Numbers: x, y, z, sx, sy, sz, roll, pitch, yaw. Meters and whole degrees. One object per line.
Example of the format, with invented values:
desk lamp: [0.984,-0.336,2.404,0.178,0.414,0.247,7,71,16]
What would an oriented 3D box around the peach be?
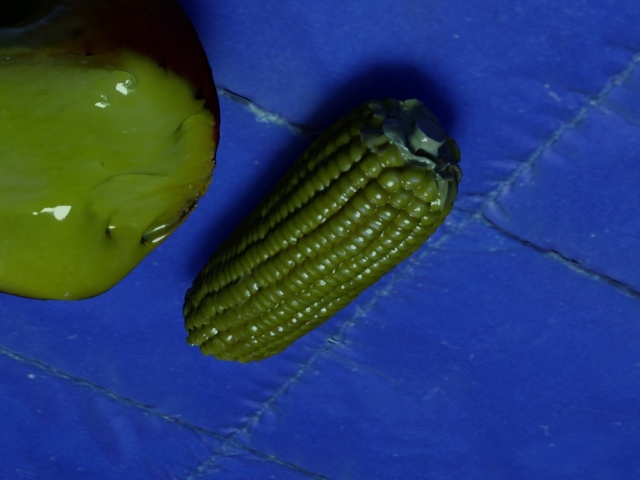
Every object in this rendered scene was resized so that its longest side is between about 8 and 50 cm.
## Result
peach: [-0.246,-0.114,1.355,0.306,0.242,0.380,-8,145,-25]

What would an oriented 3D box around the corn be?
corn: [0.000,0.000,1.529,0.144,0.144,0.387,23,139,-19]
